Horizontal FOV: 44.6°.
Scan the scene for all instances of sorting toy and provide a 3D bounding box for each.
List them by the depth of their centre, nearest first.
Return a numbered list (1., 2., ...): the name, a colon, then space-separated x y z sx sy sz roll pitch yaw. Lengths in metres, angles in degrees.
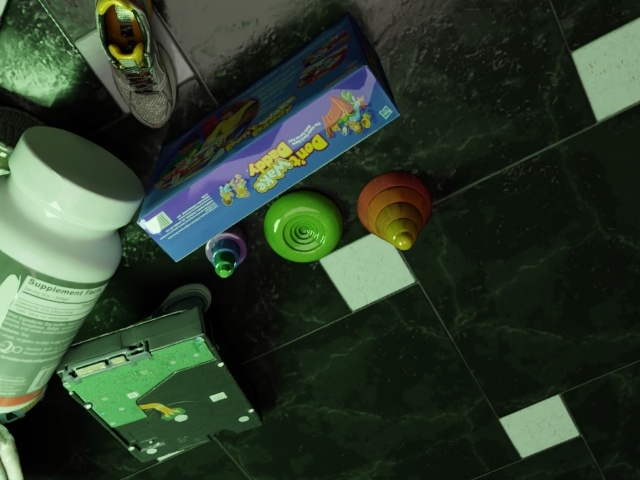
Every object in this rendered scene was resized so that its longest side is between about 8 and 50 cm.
1. sorting toy: 0.000 0.000 1.197 0.366 0.126 0.127 -12 120 3

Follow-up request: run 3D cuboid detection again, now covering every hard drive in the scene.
1. hard drive: -0.251 0.247 1.289 0.237 0.064 0.339 -18 143 1

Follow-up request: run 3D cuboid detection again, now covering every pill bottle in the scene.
1. pill bottle: -0.403 0.040 1.068 0.210 0.210 0.363 29 107 -18

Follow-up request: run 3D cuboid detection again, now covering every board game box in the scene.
1. board game box: -0.073 -0.144 1.046 0.347 0.233 0.078 -32 117 15

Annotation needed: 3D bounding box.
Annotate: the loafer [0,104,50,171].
1. loafer: -0.486 -0.145 1.110 0.251 0.094 0.087 23 130 -22

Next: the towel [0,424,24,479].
1. towel: -0.596 0.378 1.312 0.332 0.053 0.316 26 127 34

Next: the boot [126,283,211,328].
1. boot: -0.259 0.151 1.293 0.190 0.086 0.069 -37 115 17

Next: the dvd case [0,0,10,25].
1. dvd case: -0.534 -0.347 1.024 0.239 0.029 0.179 25 115 -17

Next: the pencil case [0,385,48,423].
1. pencil case: -0.557 0.172 1.271 0.114 0.124 0.273 -16 119 6

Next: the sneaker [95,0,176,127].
1. sneaker: -0.256 -0.246 1.052 0.088 0.092 0.225 -10 131 4
